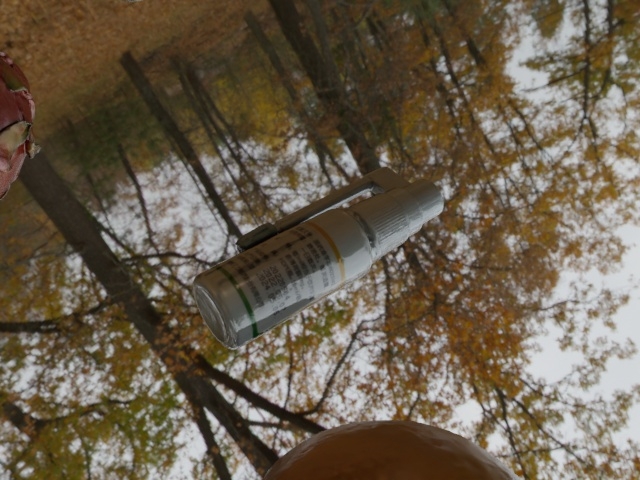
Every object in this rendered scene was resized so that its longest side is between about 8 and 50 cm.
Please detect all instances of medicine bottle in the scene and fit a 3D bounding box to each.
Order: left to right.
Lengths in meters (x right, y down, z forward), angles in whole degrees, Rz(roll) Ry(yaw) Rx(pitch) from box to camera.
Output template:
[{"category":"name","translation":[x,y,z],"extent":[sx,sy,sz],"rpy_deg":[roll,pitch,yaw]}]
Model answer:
[{"category":"medicine bottle","translation":[0.000,0.000,0.459],"extent":[0.221,0.061,0.092],"rpy_deg":[-27,-133,-28]}]

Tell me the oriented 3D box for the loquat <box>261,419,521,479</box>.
[{"category":"loquat","translation":[0.050,0.308,0.455],"extent":[0.329,0.328,0.328],"rpy_deg":[-24,-158,11]}]

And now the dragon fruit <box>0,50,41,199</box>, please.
[{"category":"dragon fruit","translation":[-0.530,-0.137,0.771],"extent":[0.315,0.250,0.250],"rpy_deg":[-48,-154,-11]}]
